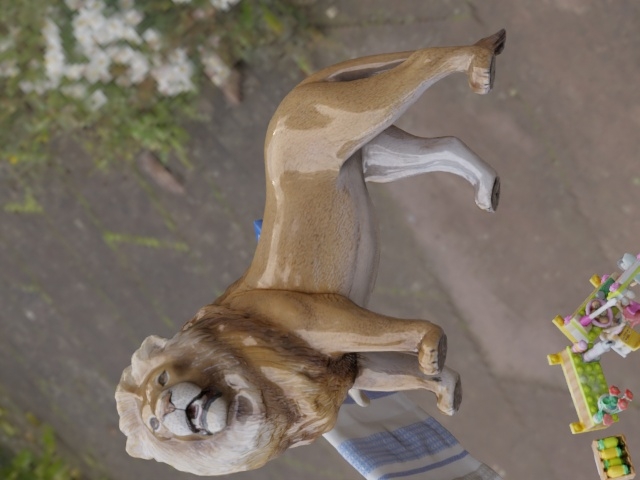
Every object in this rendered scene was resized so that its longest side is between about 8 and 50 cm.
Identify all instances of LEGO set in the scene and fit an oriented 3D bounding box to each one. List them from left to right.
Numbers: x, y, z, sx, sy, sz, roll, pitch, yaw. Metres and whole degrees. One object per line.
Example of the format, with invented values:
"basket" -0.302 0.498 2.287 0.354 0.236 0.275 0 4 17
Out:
"LEGO set" 0.332 0.117 1.635 0.132 0.287 0.107 27 147 -10

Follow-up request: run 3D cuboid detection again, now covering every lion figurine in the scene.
"lion figurine" 0.000 0.000 1.136 0.240 0.392 0.142 7 157 20

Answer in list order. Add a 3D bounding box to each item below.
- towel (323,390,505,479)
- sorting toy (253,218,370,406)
"towel" 0.122 0.270 1.807 0.285 0.209 0.034 41 114 27
"sorting toy" 0.010 0.077 1.735 0.348 0.047 0.196 -140 33 -62
